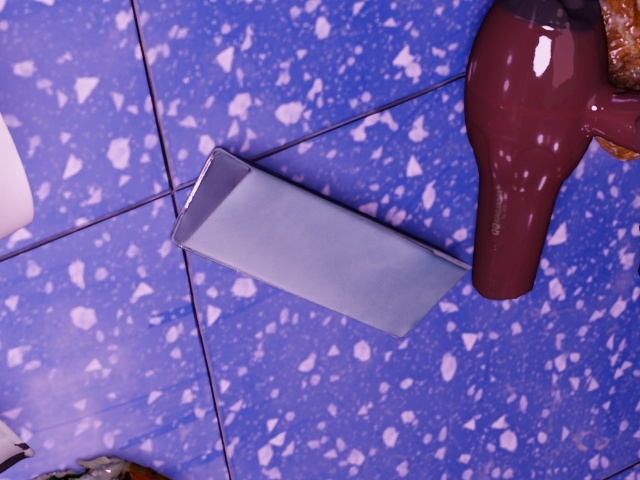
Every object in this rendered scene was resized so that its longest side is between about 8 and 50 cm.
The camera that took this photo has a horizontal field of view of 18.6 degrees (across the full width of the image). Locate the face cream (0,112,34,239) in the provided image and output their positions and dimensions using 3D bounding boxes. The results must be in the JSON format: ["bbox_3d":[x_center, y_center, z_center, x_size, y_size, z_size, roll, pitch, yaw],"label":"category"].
[{"bbox_3d":[-0.329,-0.063,1.338,0.179,0.218,0.218,-30,124,-17],"label":"face cream"}]

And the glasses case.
[{"bbox_3d":[0.000,0.000,1.695,0.266,0.056,0.105,24,121,-38],"label":"glasses case"}]

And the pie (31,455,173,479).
[{"bbox_3d":[-0.215,0.345,1.669,0.355,0.103,0.288,-32,124,-22],"label":"pie"}]

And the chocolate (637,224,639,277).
[{"bbox_3d":[0.454,0.152,1.916,0.314,0.326,0.297,-13,134,-31],"label":"chocolate"}]

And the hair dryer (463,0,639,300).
[{"bbox_3d":[0.279,-0.058,1.680,0.123,0.340,0.312,-40,139,-49],"label":"hair dryer"}]

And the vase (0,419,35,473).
[{"bbox_3d":[-0.382,0.260,1.497,0.360,0.165,0.165,-48,128,-10],"label":"vase"}]

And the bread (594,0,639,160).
[{"bbox_3d":[0.275,-0.164,1.779,0.105,0.076,0.233,-33,126,-15],"label":"bread"}]
